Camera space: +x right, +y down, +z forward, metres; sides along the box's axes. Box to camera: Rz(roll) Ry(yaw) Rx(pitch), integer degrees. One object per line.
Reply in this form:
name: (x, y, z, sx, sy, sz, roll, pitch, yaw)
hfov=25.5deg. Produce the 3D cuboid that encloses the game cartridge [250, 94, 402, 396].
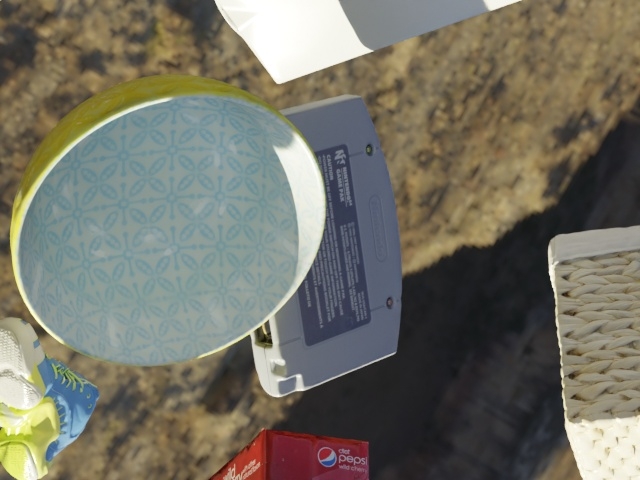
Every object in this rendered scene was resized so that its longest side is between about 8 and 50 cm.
game cartridge: (0.000, 0.000, 1.517, 0.196, 0.060, 0.294, -16, 104, -35)

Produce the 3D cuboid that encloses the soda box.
soda box: (-0.050, 0.229, 1.088, 0.263, 0.083, 0.092, 133, -38, -56)

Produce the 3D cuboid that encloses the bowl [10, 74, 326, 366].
bowl: (-0.156, -0.043, 1.318, 0.289, 0.156, 0.289, -12, 127, -17)

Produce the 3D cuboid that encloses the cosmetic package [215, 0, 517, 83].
cosmetic package: (0.069, -0.338, 1.512, 0.217, 0.385, 0.156, 54, 34, -38)

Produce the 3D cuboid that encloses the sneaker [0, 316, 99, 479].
sneaker: (-0.322, 0.162, 1.633, 0.126, 0.091, 0.240, -37, 147, -41)

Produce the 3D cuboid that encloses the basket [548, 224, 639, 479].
basket: (0.473, 0.157, 1.796, 0.331, 0.328, 0.266, 63, 25, -55)
